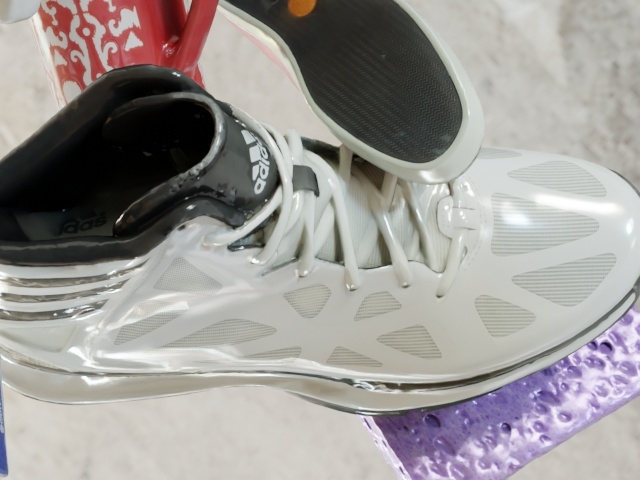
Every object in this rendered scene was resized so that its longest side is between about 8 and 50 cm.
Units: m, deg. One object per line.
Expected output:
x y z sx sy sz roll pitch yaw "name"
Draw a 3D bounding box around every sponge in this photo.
0.132 0.095 1.360 0.117 0.210 0.031 56 163 16 "sponge"

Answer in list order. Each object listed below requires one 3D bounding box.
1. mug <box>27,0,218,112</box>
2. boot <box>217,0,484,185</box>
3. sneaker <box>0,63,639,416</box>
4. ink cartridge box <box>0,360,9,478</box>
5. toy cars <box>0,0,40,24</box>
-0.126 -0.150 1.176 0.150 0.113 0.169 12 118 65 "mug"
0.033 -0.105 1.251 0.088 0.176 0.244 -48 61 3 "boot"
0.000 0.001 1.170 0.257 0.447 0.169 99 164 -72 "sneaker"
-0.281 0.042 1.069 0.224 0.045 0.223 -12 72 19 "ink cartridge box"
-0.178 -0.173 0.730 0.087 0.176 0.394 34 173 26 "toy cars"
